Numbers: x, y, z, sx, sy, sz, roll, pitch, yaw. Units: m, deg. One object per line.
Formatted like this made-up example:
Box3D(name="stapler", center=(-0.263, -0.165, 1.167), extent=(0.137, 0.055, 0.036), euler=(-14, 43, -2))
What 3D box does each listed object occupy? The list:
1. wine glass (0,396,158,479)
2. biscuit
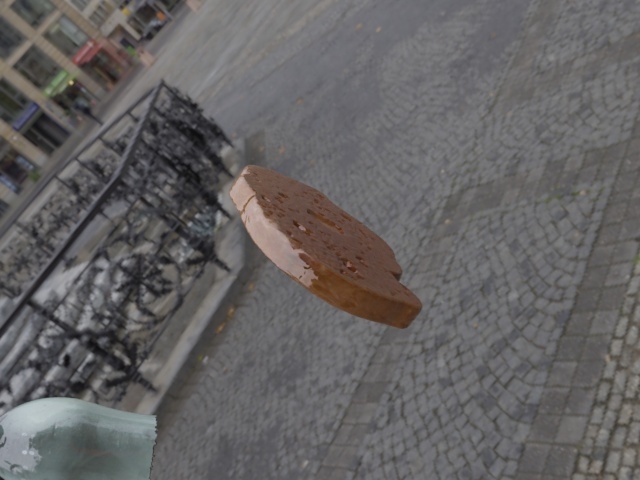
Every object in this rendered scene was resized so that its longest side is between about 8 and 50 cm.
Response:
Box3D(name="wine glass", center=(-0.259, 0.194, 0.696), extent=(0.093, 0.202, 0.093), euler=(-168, 90, -74))
Box3D(name="biscuit", center=(0.000, 0.000, 0.376), extent=(0.019, 0.102, 0.130), euler=(-56, 25, 15))
